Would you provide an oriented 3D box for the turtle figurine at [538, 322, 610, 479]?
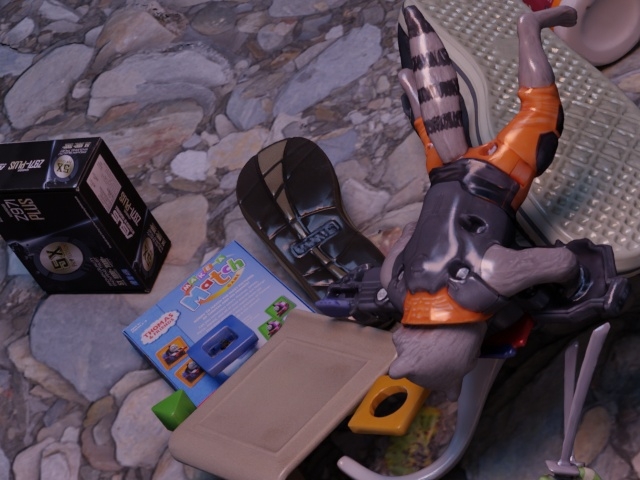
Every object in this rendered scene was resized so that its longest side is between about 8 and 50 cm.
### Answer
[{"bbox_3d":[0.186,0.226,1.462,0.266,0.274,0.198,-40,16,-3],"label":"turtle figurine"}]

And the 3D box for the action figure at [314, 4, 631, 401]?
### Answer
[{"bbox_3d":[0.095,-0.021,1.571,0.341,0.178,0.330,-13,63,39],"label":"action figure"}]

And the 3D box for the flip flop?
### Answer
[{"bbox_3d":[0.000,0.000,1.884,0.112,0.080,0.277,-31,57,-8],"label":"flip flop"}]

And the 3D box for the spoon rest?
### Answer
[{"bbox_3d":[0.136,0.134,1.656,0.084,0.137,0.276,42,85,11],"label":"spoon rest"}]

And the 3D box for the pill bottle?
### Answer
[{"bbox_3d":[0.265,-0.295,1.981,0.121,0.121,0.221,-33,42,-4],"label":"pill bottle"}]

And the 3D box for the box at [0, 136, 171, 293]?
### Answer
[{"bbox_3d":[-0.276,-0.025,1.973,0.147,0.180,0.077,-1,49,28],"label":"box"}]

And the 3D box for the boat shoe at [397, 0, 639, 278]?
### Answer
[{"bbox_3d":[0.203,-0.097,1.791,0.187,0.156,0.500,-5,35,-18],"label":"boat shoe"}]

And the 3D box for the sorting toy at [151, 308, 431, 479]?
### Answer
[{"bbox_3d":[-0.028,0.158,1.683,0.196,0.047,0.348,-47,32,-23],"label":"sorting toy"}]

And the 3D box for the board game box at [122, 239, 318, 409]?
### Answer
[{"bbox_3d":[-0.091,0.104,1.852,0.160,0.039,0.211,-39,44,-10],"label":"board game box"}]

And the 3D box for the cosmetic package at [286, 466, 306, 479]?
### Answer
[{"bbox_3d":[-0.053,0.224,1.713,0.060,0.041,0.115,-35,42,-6],"label":"cosmetic package"}]
